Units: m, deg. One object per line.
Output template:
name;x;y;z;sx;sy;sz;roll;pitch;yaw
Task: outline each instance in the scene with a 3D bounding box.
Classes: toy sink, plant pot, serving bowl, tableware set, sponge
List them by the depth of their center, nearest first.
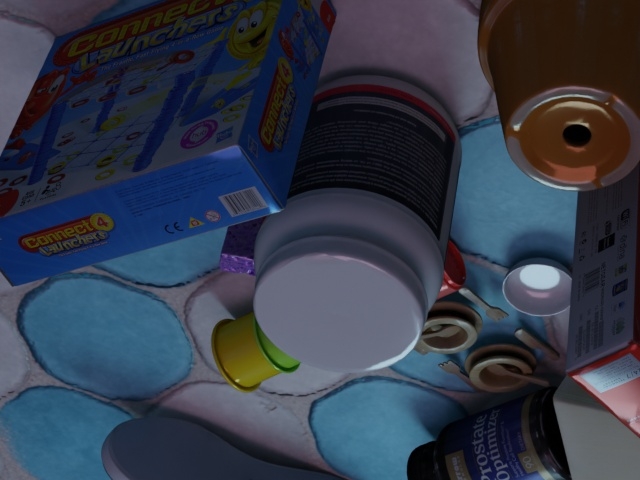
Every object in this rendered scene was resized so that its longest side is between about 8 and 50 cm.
plant pot;0.245;-0.154;1.605;0.205;0.188;0.205;7;135;7
sponge;0.000;0.000;1.861;0.210;0.117;0.031;9;133;4
toy sink;0.401;0.211;1.896;0.234;0.131;0.153;10;134;35
serving bowl;0.248;0.047;1.914;0.083;0.027;0.083;6;134;6
tableware set;0.179;0.132;1.981;0.128;0.039;0.194;-28;133;33

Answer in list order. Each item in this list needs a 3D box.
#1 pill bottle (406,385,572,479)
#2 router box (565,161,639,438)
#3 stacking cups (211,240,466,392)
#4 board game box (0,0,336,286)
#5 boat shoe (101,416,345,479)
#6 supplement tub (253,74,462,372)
pill bottle;0.217;0.265;2.062;0.219;0.123;0.123;-26;123;36
router box;0.377;0.076;1.698;0.082;0.335;0.301;-31;122;35
stacking cups;0.020;0.084;1.952;0.316;0.096;0.096;-24;124;32
board game box;-0.158;-0.120;1.651;0.308;0.302;0.086;-16;128;25
boat shoe;-0.128;0.346;2.231;0.367;0.136;0.156;17;139;-18
supplement tub;0.038;-0.020;1.723;0.191;0.272;0.191;7;134;7
